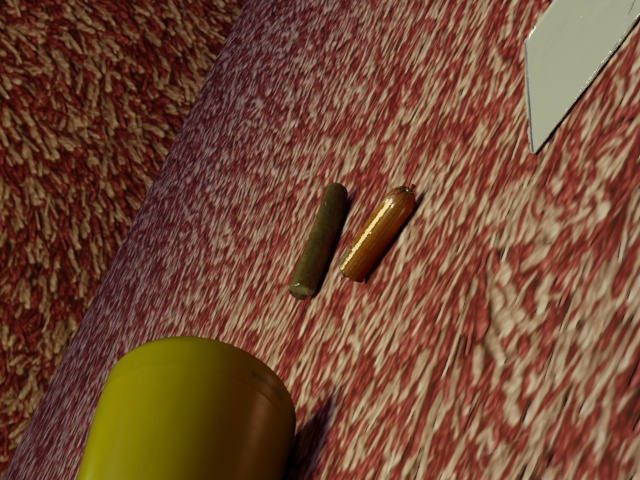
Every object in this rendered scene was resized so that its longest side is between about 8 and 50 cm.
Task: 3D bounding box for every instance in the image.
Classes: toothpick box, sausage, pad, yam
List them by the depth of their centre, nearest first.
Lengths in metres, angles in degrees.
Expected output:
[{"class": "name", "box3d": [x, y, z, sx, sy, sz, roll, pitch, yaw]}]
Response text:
[{"class": "pad", "box3d": [0.211, -0.174, 1.501, 0.156, 0.004, 0.232, -55, 13, 27]}, {"class": "toothpick box", "box3d": [-0.126, 0.229, 1.554, 0.175, 0.175, 0.271, -50, 18, 42]}, {"class": "sausage", "box3d": [0.055, -0.011, 1.702, 0.107, 0.031, 0.031, -56, 12, 22]}, {"class": "yam", "box3d": [0.000, 0.000, 1.913, 0.032, 0.032, 0.145, -47, 19, 49]}]
